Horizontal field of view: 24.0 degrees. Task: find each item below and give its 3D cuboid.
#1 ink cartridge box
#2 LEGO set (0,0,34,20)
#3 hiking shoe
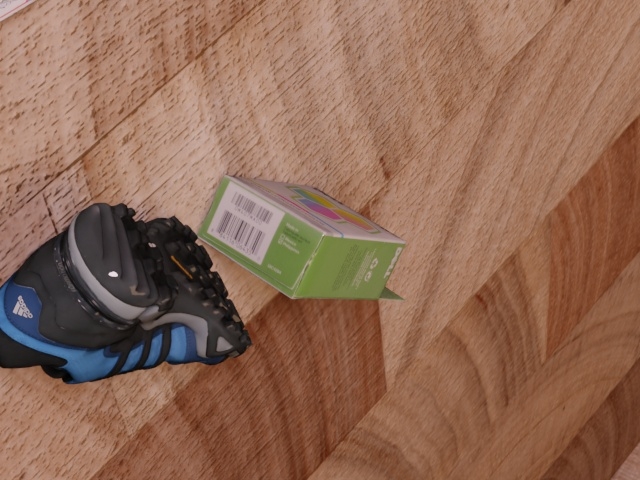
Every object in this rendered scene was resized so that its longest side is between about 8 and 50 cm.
[{"bbox_3d":[0.000,0.000,1.293,0.209,0.109,0.062,6,113,-61],"label":"ink cartridge box"},{"bbox_3d":[-0.154,-0.216,0.878,0.244,0.060,0.182,-39,143,-33],"label":"LEGO set"},{"bbox_3d":[-0.152,0.050,1.127,0.132,0.113,0.304,-30,161,9],"label":"hiking shoe"}]
